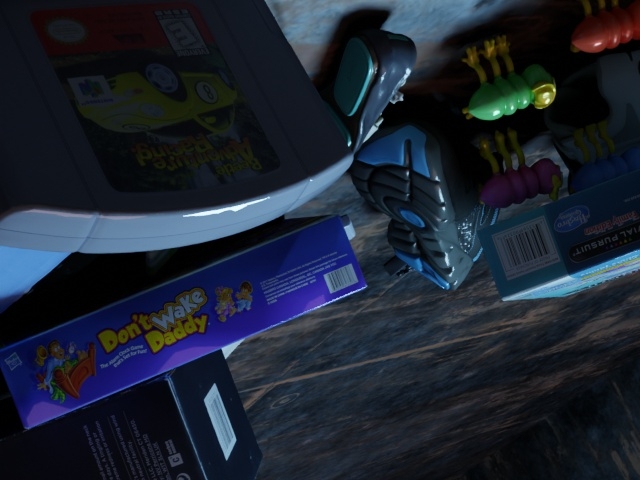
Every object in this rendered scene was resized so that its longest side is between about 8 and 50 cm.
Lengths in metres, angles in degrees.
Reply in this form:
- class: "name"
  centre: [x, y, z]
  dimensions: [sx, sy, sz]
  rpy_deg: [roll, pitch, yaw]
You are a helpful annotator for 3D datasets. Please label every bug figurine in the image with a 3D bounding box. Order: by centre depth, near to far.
- class: "bug figurine"
  centre: [0.247, -0.121, 1.453]
  dimensions: [0.216, 0.072, 0.279]
  rpy_deg: [-21, 136, -9]

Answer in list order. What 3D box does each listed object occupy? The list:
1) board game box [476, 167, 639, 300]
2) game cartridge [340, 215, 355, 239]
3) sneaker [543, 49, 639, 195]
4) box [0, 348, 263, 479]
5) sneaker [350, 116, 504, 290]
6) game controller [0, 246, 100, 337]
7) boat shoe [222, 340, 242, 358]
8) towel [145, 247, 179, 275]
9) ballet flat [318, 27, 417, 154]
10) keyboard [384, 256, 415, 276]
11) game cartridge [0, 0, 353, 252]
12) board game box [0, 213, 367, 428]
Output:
- class: "board game box"
  centre: [0.333, -0.014, 1.555]
  dimensions: [0.254, 0.079, 0.336]
  rpy_deg: [-21, 171, 18]
- class: "game cartridge"
  centre: [0.000, 0.000, 1.705]
  dimensions: [0.083, 0.017, 0.056]
  rpy_deg: [-27, 158, 0]
- class: "sneaker"
  centre: [0.310, -0.131, 1.647]
  dimensions: [0.146, 0.122, 0.330]
  rpy_deg: [3, 157, -8]
- class: "box"
  centre: [-0.247, 0.242, 1.541]
  dimensions: [0.313, 0.179, 0.343]
  rpy_deg: [-20, -176, 5]
- class: "sneaker"
  centre: [0.126, -0.068, 1.590]
  dimensions: [0.139, 0.125, 0.341]
  rpy_deg: [-53, 161, -10]
- class: "game controller"
  centre: [-0.300, 0.026, 1.292]
  dimensions: [0.319, 0.067, 0.166]
  rpy_deg: [-38, 159, 28]
- class: "boat shoe"
  centre: [-0.168, 0.165, 1.803]
  dimensions: [0.267, 0.088, 0.096]
  rpy_deg: [-34, 160, 21]
- class: "towel"
  centre: [-0.130, -0.033, 1.377]
  dimensions: [0.113, 0.023, 0.152]
  rpy_deg: [-46, 171, -21]
- class: "ballet flat"
  centre: [0.035, -0.124, 1.342]
  dimensions: [0.074, 0.074, 0.203]
  rpy_deg: [-16, 156, -30]
- class: "keyboard"
  centre: [0.157, -0.006, 1.890]
  dimensions: [0.108, 0.023, 0.180]
  rpy_deg: [-5, 151, -48]
- class: "game cartridge"
  centre: [-0.122, -0.088, 1.024]
  dimensions: [0.294, 0.196, 0.060]
  rpy_deg: [-12, 157, -38]
- class: "board game box"
  centre: [-0.152, 0.074, 1.466]
  dimensions: [0.347, 0.078, 0.233]
  rpy_deg: [-22, -175, -14]
